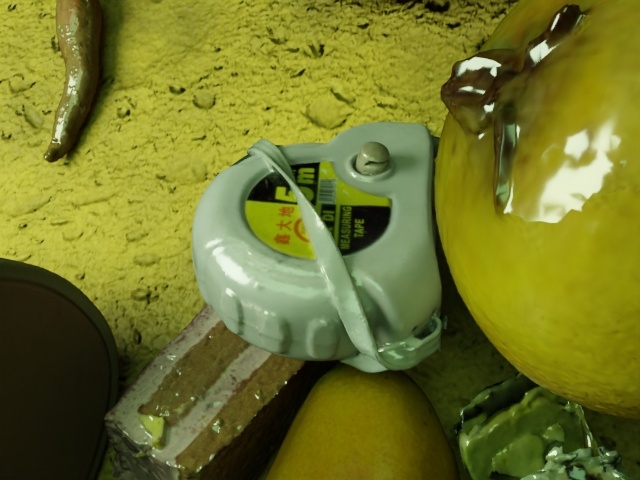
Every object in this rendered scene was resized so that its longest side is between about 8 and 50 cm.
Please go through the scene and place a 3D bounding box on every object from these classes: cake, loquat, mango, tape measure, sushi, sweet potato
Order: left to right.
[{"bbox_3d":[-0.256,-0.180,0.861,0.050,0.050,0.214,-4,76,13],"label":"sweet potato"},{"bbox_3d":[-0.061,0.097,0.682,0.116,0.113,0.295,28,67,20],"label":"cake"},{"bbox_3d":[0.000,0.000,0.645,0.197,0.120,0.236,5,44,1],"label":"tape measure"},{"bbox_3d":[0.029,0.197,0.612,0.151,0.120,0.221,17,68,20],"label":"mango"},{"bbox_3d":[0.179,0.229,0.556,0.139,0.131,0.291,-24,67,-7],"label":"sushi"},{"bbox_3d":[0.251,-0.038,0.547,0.359,0.328,0.328,23,75,-15],"label":"loquat"}]

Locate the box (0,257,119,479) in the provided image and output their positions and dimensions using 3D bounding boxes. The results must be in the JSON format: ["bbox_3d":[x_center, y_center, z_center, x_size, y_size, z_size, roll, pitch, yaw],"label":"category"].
[{"bbox_3d":[-0.333,0.146,0.645,0.216,0.301,0.301,8,72,24],"label":"box"}]
